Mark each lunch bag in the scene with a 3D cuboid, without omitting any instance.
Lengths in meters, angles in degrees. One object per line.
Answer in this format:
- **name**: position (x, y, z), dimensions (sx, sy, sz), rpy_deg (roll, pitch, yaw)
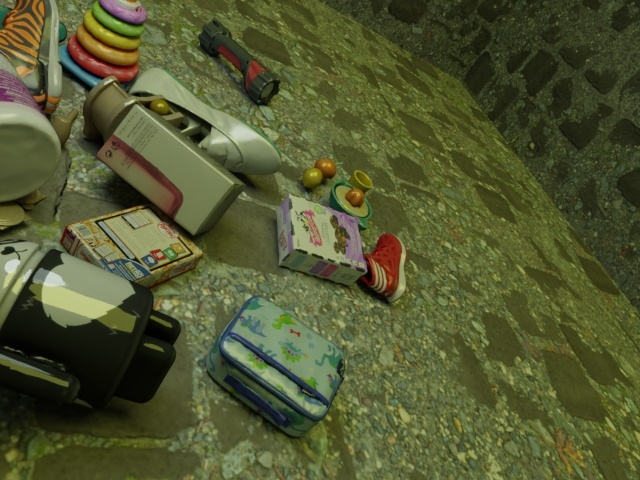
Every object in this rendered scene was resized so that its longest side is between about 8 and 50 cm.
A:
- **lunch bag**: position (-0.070, 0.209, 0.919), dimensions (0.219, 0.090, 0.176), rpy_deg (37, 34, 0)

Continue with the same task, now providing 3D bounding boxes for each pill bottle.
- **pill bottle**: position (-0.552, -0.216, 0.869), dimensions (0.169, 0.169, 0.301), rpy_deg (-8, 50, -50)

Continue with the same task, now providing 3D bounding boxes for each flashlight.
- **flashlight**: position (-0.259, -0.549, 1.694), dimensions (0.304, 0.103, 0.103), rpy_deg (42, 66, 15)

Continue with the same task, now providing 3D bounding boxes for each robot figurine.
- **robot figurine**: position (-0.326, 0.108, 0.703), dimensions (0.278, 0.209, 0.174), rpy_deg (27, 72, -18)

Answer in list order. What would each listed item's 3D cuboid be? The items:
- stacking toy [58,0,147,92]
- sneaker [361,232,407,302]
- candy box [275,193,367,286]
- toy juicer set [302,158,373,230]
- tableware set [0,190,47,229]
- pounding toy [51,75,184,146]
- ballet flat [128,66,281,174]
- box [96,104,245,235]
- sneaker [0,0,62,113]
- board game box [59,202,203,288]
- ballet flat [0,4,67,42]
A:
- **stacking toy**: position (-0.455, -0.497, 1.225), dimensions (0.165, 0.302, 0.175), rpy_deg (36, 31, -3)
- **sneaker**: position (0.143, 0.038, 1.340), dimensions (0.128, 0.087, 0.221), rpy_deg (33, 30, -25)
- **candy box**: position (0.000, 0.000, 1.249), dimensions (0.196, 0.070, 0.165), rpy_deg (18, 46, -28)
- **toy juicer set**: position (0.050, -0.119, 1.445), dimensions (0.209, 0.089, 0.329), rpy_deg (31, 35, -19)
- **tableware set**: position (-0.537, -0.082, 0.882), dimensions (0.168, 0.020, 0.141), rpy_deg (30, 30, -10)
- **pounding toy**: position (-0.422, -0.273, 1.113), dimensions (0.155, 0.154, 0.269), rpy_deg (44, 32, 10)
- **ballet flat**: position (-0.282, -0.253, 1.280), dimensions (0.400, 0.139, 0.139), rpy_deg (36, 31, 4)
- **box**: position (-0.280, -0.132, 1.053), dimensions (0.232, 0.127, 0.148), rpy_deg (39, 4, -2)
- **sneaker**: position (-0.621, -0.404, 1.074), dimensions (0.180, 0.124, 0.321), rpy_deg (4, 57, -40)
- **board game box**: position (-0.322, 0.013, 0.953), dimensions (0.147, 0.045, 0.193), rpy_deg (45, 32, 12)
- **ballet flat**: position (-0.677, -0.482, 1.216), dimensions (0.203, 0.074, 0.074), rpy_deg (-1, 48, -38)
